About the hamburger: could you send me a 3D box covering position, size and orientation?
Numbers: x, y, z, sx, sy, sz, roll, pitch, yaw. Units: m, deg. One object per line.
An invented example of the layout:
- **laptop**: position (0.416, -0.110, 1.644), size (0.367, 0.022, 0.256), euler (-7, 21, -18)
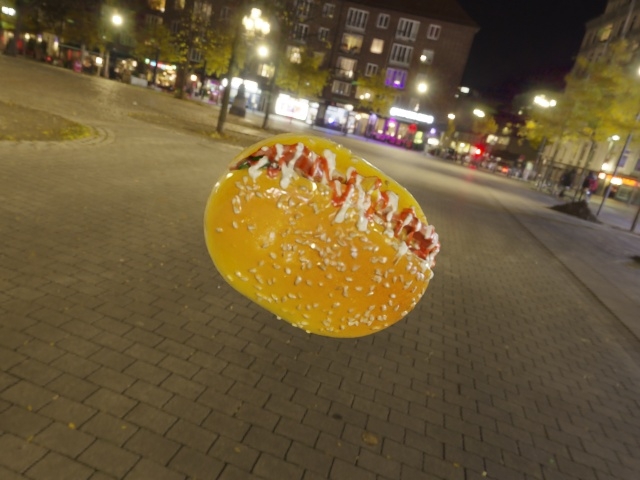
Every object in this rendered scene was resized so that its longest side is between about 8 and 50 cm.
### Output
- **hamburger**: position (0.000, 0.000, 0.587), size (0.295, 0.227, 0.151), euler (30, 10, -22)
